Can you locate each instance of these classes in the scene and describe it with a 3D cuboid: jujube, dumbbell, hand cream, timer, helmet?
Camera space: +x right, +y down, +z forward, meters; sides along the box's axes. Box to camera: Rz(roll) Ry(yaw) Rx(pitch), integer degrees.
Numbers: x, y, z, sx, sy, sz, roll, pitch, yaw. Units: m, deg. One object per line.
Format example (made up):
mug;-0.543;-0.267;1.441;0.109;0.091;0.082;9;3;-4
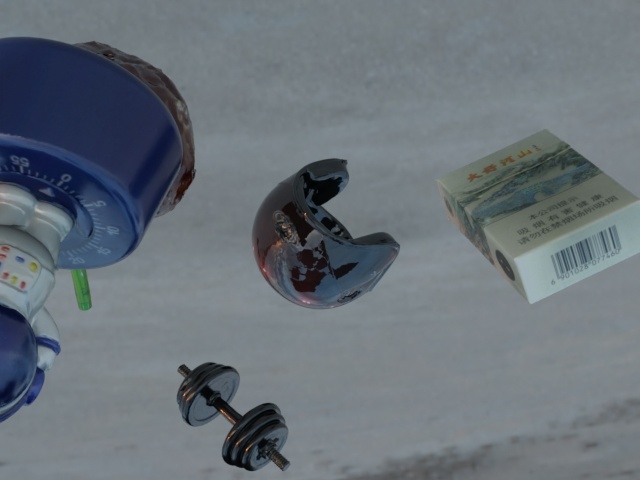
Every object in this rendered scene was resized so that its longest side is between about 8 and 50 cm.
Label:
jujube;-0.266;-0.139;1.608;0.197;0.290;0.197;-19;136;-20
dumbbell;-0.115;0.227;1.645;0.099;0.208;0.099;-37;149;-26
hand cream;-0.384;0.057;2.017;0.023;0.036;0.122;16;128;28
timer;-0.313;0.015;1.293;0.270;0.384;0.270;9;147;6
helmet;0.000;0.000;1.801;0.193;0.189;0.216;-35;152;4

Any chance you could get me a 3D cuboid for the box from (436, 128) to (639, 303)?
box;0.264;-0.037;1.538;0.164;0.256;0.069;-25;118;-5
